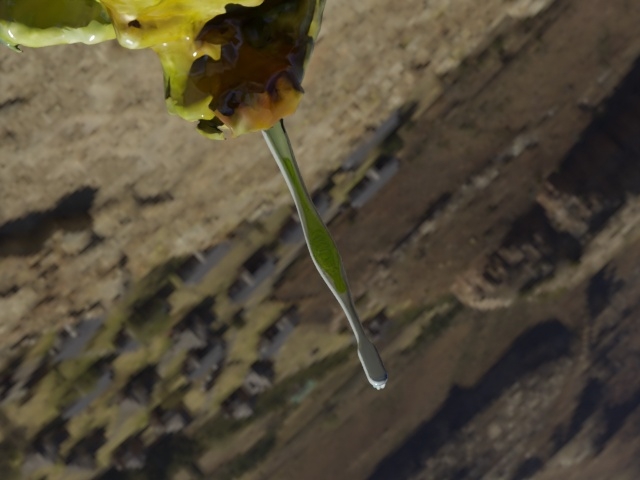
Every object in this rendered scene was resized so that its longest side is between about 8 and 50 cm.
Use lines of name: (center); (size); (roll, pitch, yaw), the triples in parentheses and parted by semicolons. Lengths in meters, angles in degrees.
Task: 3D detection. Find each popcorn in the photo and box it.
popcorn: (-0.125, -0.266, 1.016); (0.326, 0.321, 0.290); (-29, -142, 29)

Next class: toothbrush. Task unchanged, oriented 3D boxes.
toothbrush: (0.000, 0.000, 1.041); (0.022, 0.262, 0.026); (-21, 156, -4)
